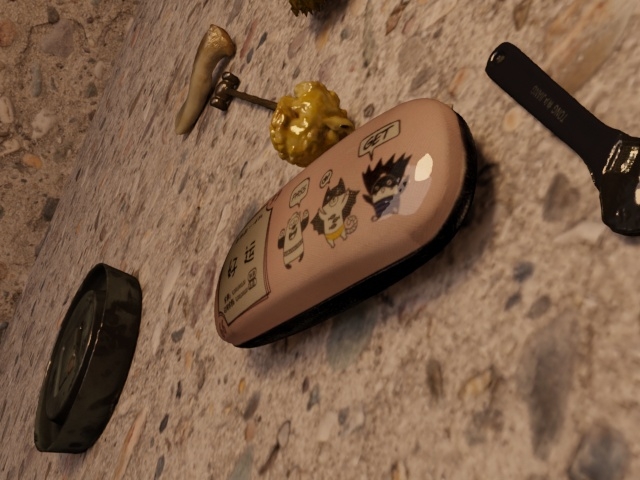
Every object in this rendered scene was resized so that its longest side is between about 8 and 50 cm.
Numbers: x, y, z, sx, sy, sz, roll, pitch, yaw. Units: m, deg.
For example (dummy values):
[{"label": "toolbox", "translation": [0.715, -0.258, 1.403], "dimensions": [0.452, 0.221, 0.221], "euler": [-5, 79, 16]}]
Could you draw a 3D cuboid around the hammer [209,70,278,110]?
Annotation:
[{"label": "hammer", "translation": [-0.093, -0.191, 0.843], "dimensions": [0.292, 0.029, 0.058], "euler": [36, 104, 58]}]

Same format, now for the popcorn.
[{"label": "popcorn", "translation": [-0.008, -0.104, 0.603], "dimensions": [0.084, 0.084, 0.084], "euler": [-38, 41, 42]}]

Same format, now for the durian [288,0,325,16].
[{"label": "durian", "translation": [-0.004, -0.341, 0.738], "dimensions": [0.208, 0.102, 0.146], "euler": [-106, 22, -83]}]

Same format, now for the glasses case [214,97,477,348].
[{"label": "glasses case", "translation": [0.000, 0.000, 0.503], "dimensions": [0.314, 0.075, 0.122], "euler": [-33, 41, 46]}]

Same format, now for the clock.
[{"label": "clock", "translation": [-0.395, 0.197, 1.040], "dimensions": [0.319, 0.066, 0.319], "euler": [-37, 42, 42]}]

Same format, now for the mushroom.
[{"label": "mushroom", "translation": [-0.205, -0.271, 1.064], "dimensions": [0.202, 0.054, 0.059], "euler": [-60, 24, 24]}]

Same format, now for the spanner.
[{"label": "spanner", "translation": [0.147, -0.072, 0.374], "dimensions": [0.046, 0.012, 0.208], "euler": [-54, 32, 26]}]
